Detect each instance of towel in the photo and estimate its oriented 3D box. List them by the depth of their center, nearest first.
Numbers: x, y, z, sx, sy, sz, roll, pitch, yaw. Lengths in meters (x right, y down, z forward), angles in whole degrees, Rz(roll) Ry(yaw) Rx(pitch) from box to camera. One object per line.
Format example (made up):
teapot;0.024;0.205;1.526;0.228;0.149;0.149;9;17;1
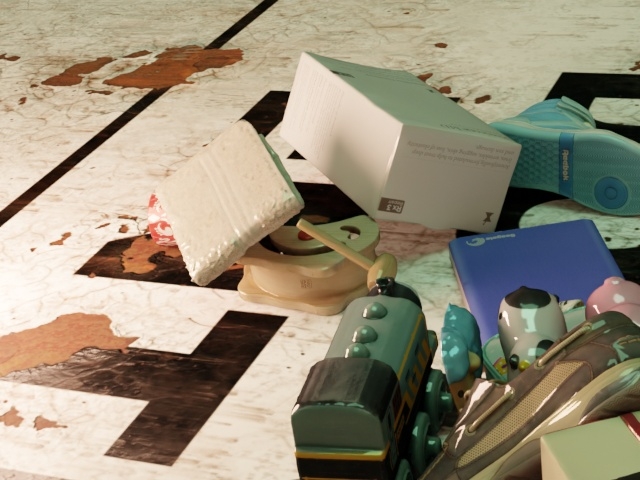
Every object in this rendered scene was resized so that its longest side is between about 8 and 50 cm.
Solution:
towel;-0.133;-0.058;1.975;0.187;0.049;0.282;-39;33;6

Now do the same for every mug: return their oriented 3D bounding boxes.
mug;-0.163;-0.032;2.143;0.169;0.150;0.113;-3;66;18

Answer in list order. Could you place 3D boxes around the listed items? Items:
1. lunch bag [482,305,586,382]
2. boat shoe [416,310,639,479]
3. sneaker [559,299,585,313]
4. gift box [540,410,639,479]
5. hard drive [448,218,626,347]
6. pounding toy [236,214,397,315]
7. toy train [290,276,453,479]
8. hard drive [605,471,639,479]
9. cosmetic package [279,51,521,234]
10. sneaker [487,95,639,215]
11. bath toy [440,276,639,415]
lunch bag;0.309;0.184;1.561;0.224;0.108;0.279;-13;28;-10
boat shoe;0.202;0.201;1.386;0.355;0.132;0.130;-39;41;24
sneaker;0.292;0.099;1.732;0.083;0.032;0.037;-26;19;-39
gift box;0.326;0.286;1.195;0.255;0.276;0.258;-17;29;-5
hard drive;0.298;0.072;1.852;0.210;0.040;0.319;-9;28;0
pounding toy;0.000;0.000;1.948;0.269;0.155;0.154;9;35;26
toy train;0.059;0.180;1.548;0.142;0.190;0.334;2;29;17
hard drive;0.336;0.321;1.046;0.236;0.339;0.064;-13;9;-8
cosmetic package;0.112;-0.154;2.145;0.217;0.156;0.385;6;18;-29
sneaker;0.416;-0.143;2.147;0.319;0.127;0.208;18;29;26
bath toy;0.302;0.098;1.475;0.348;0.129;0.151;-12;64;5
